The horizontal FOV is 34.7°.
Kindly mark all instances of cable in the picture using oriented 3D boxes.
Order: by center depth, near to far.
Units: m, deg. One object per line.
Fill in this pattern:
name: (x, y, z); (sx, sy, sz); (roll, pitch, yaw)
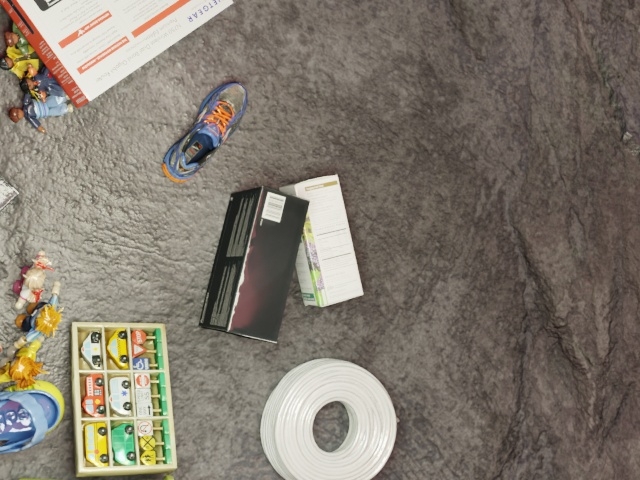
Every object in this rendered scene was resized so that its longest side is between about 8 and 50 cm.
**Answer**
cable: (0.019, 0.355, 1.948); (0.257, 0.089, 0.257); (-42, 104, -18)

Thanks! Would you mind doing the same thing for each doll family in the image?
doll family: (-0.486, 0.154, 1.703); (0.118, 0.163, 0.263); (31, 77, -19)
doll family: (-0.495, -0.282, 1.758); (0.111, 0.076, 0.193); (-23, 93, -41)

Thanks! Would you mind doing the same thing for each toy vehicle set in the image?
toy vehicle set: (-0.343, 0.271, 1.770); (0.166, 0.035, 0.267); (2, 62, -23)

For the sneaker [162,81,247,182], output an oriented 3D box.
sneaker: (-0.199, -0.199, 1.873); (0.083, 0.087, 0.221); (36, 76, -18)

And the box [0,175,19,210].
box: (-0.616, -0.076, 1.693); (0.156, 0.093, 0.158); (47, 72, -15)

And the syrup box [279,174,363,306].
syrup box: (0.000, 0.000, 1.948); (0.096, 0.093, 0.237); (-15, 94, -22)

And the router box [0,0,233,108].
router box: (-0.367, -0.443, 1.754); (0.335, 0.082, 0.301); (-40, 106, -24)

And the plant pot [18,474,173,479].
plant pot: (-0.397, 0.504, 1.699); (0.254, 0.276, 0.276); (14, 83, -10)

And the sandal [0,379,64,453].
sandal: (-0.574, 0.313, 1.679); (0.317, 0.138, 0.126); (-20, 98, -20)

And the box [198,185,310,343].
box: (-0.122, 0.044, 1.847); (0.103, 0.184, 0.261); (16, 83, -24)
